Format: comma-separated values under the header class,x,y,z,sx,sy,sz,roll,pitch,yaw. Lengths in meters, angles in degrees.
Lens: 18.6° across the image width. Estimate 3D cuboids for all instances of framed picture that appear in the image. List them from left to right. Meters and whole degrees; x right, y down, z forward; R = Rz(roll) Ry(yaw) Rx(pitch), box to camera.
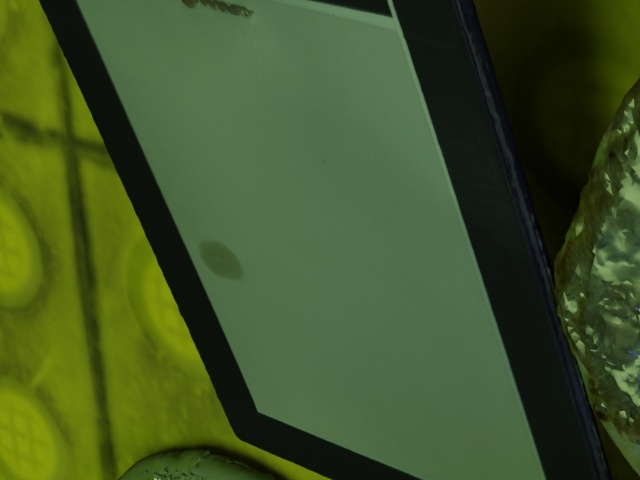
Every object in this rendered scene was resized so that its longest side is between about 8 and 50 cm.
class,x,y,z,sx,sy,sz,roll,pitch,yaw
framed picture,0.000,0.000,0.844,0.265,0.016,0.347,17,140,43

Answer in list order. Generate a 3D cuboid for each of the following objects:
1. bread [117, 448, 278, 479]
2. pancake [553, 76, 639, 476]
class,x,y,z,sx,sy,sz,roll,pitch,yaw
bread,-0.043,0.240,1.079,0.267,0.040,0.267,21,124,35
pancake,0.186,0.039,0.675,0.253,0.037,0.254,21,121,39
